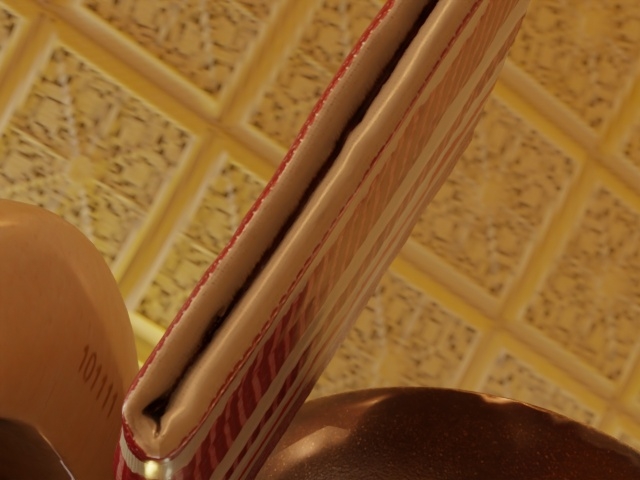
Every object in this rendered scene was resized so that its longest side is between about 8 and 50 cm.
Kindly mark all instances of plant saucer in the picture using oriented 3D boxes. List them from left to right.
[{"bbox_3d":[0.061,0.207,0.869,0.050,0.310,0.311,-58,-43,-56],"label":"plant saucer"}]

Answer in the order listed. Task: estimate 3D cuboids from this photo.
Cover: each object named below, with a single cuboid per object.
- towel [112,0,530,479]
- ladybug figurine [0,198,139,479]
[{"bbox_3d":[0.000,0.000,0.648,0.037,0.329,0.237,31,-105,5],"label":"towel"},{"bbox_3d":[-0.218,0.177,0.668,0.449,0.162,0.305,-63,-27,-29],"label":"ladybug figurine"}]
